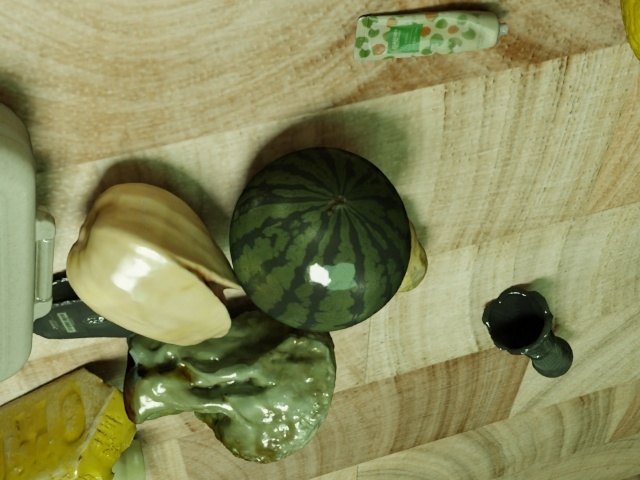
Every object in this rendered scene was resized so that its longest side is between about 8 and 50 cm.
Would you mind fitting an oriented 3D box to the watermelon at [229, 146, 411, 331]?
[{"bbox_3d":[0.000,0.000,0.970,0.212,0.212,0.212,-14,143,-11],"label":"watermelon"}]

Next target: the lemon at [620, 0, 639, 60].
[{"bbox_3d":[0.416,-0.250,0.850,0.228,0.228,0.253,-8,150,-19],"label":"lemon"}]

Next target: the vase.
[{"bbox_3d":[0.365,0.168,1.463,0.115,0.115,0.237,-33,146,14],"label":"vase"}]

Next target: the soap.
[{"bbox_3d":[-0.366,0.279,1.173,0.257,0.160,0.080,-28,142,6],"label":"soap"}]

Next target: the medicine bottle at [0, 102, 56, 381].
[{"bbox_3d":[-0.410,0.019,0.849,0.282,0.123,0.375,-3,139,-22],"label":"medicine bottle"}]

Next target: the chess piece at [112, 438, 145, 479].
[{"bbox_3d":[-0.401,0.389,1.325,0.251,0.144,0.144,-2,140,-17],"label":"chess piece"}]

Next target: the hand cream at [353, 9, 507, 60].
[{"bbox_3d":[0.117,-0.216,0.907,0.165,0.037,0.057,-7,141,-10],"label":"hand cream"}]

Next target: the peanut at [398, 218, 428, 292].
[{"bbox_3d":[0.101,0.016,1.147,0.080,0.080,0.174,-25,145,3],"label":"peanut"}]

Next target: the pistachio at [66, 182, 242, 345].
[{"bbox_3d":[-0.174,0.032,0.957,0.157,0.157,0.229,-33,138,15],"label":"pistachio"}]

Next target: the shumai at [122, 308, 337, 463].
[{"bbox_3d":[-0.123,0.172,1.127,0.272,0.222,0.204,-33,139,29],"label":"shumai"}]

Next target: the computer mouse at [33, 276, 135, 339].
[{"bbox_3d":[-0.282,0.076,1.049,0.172,0.057,0.099,-7,144,-2],"label":"computer mouse"}]
